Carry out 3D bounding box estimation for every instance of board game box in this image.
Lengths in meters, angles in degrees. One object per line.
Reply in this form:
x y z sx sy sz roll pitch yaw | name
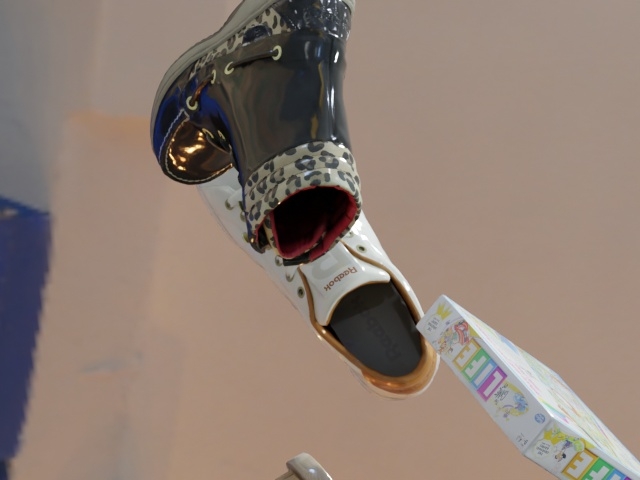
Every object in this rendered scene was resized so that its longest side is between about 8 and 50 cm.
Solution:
0.124 0.096 1.014 0.026 0.103 0.154 -51 -151 7 | board game box

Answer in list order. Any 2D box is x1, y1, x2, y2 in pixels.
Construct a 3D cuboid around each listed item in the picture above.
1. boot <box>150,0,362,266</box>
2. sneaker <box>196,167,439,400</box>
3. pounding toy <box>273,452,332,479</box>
-0.049 -0.057 1.238 0.236 0.085 0.178 -43 -138 46 | boot
0.000 0.000 1.440 0.106 0.123 0.290 -40 -94 -4 | sneaker
-0.031 0.247 1.163 0.154 0.155 0.269 54 -14 25 | pounding toy
